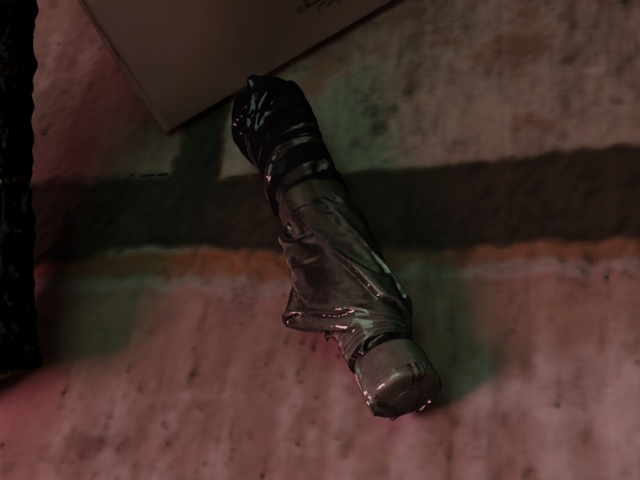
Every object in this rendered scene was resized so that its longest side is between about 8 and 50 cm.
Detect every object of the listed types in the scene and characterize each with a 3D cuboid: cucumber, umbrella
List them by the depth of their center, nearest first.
[{"bbox_3d":[0.000,0.000,0.481,0.050,0.046,0.188,-37,52,15],"label":"umbrella"},{"bbox_3d":[-0.169,-0.072,0.508,0.072,0.072,0.300,-7,78,16],"label":"cucumber"}]

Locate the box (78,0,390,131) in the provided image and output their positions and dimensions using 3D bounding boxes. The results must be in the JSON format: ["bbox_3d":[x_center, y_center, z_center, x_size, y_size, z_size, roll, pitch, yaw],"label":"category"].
[{"bbox_3d":[-0.029,-0.210,0.600,0.260,0.111,0.194,-30,51,-5],"label":"box"}]
